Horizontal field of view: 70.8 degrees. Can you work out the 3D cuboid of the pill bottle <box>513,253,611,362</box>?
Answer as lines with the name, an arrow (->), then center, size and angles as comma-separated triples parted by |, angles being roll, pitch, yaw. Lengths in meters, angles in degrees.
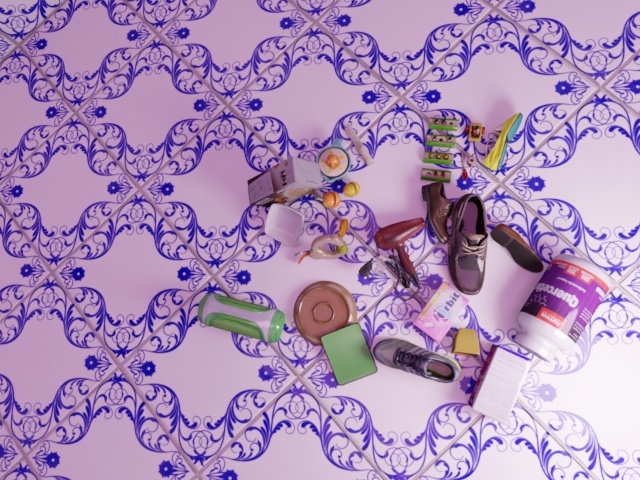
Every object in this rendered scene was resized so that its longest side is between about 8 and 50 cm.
pill bottle -> 0.752, 0.216, 1.424 | 0.181, 0.181, 0.323 | 33, 86, 14

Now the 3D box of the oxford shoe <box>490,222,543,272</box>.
oxford shoe -> 0.682, 0.020, 1.536 | 0.212, 0.076, 0.076 | 47, 50, 5

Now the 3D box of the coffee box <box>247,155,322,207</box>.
coffee box -> -0.132, -0.204, 1.623 | 0.246, 0.141, 0.098 | -19, 74, 38

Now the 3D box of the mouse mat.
mouse mat -> 0.099, 0.398, 1.576 | 0.152, 0.007, 0.190 | -22, 87, 5

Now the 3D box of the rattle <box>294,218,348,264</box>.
rattle -> 0.000, 0.000, 1.656 | 0.199, 0.130, 0.143 | -20, 63, 33

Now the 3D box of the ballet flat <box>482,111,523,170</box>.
ballet flat -> 0.645, -0.362, 1.613 | 0.077, 0.077, 0.231 | 22, 86, 30

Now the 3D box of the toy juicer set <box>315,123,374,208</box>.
toy juicer set -> 0.078, -0.269, 1.682 | 0.209, 0.089, 0.329 | 38, 87, 15

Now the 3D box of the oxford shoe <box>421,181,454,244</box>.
oxford shoe -> 0.424, -0.100, 1.579 | 0.096, 0.082, 0.227 | -17, 78, 31

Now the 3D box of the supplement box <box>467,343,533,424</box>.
supplement box -> 0.573, 0.456, 1.445 | 0.113, 0.111, 0.220 | 23, 84, 13

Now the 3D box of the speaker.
speaker -> -0.284, 0.276, 1.621 | 0.296, 0.131, 0.131 | 12, 82, 12

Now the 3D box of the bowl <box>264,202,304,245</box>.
bowl -> -0.127, -0.066, 1.675 | 0.142, 0.053, 0.142 | 24, 117, 11

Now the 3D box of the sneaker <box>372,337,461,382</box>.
sneaker -> 0.321, 0.397, 1.495 | 0.299, 0.121, 0.111 | 11, 81, 12

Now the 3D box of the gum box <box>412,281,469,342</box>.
gum box -> 0.413, 0.241, 1.539 | 0.107, 0.062, 0.188 | 37, 87, 14

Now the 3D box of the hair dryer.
hair dryer -> 0.286, 0.043, 1.609 | 0.223, 0.080, 0.294 | 27, 91, -1

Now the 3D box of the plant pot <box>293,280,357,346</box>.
plant pot -> 0.014, 0.262, 1.621 | 0.236, 0.032, 0.237 | -2, 80, 9

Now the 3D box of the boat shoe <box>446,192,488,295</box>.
boat shoe -> 0.501, 0.006, 1.533 | 0.132, 0.130, 0.356 | -2, 79, 10

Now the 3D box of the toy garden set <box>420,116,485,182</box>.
toy garden set -> 0.485, -0.334, 1.643 | 0.203, 0.049, 0.245 | 8, 81, 11

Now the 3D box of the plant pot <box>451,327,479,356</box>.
plant pot -> 0.485, 0.338, 1.502 | 0.081, 0.081, 0.083 | 6, 70, 11
